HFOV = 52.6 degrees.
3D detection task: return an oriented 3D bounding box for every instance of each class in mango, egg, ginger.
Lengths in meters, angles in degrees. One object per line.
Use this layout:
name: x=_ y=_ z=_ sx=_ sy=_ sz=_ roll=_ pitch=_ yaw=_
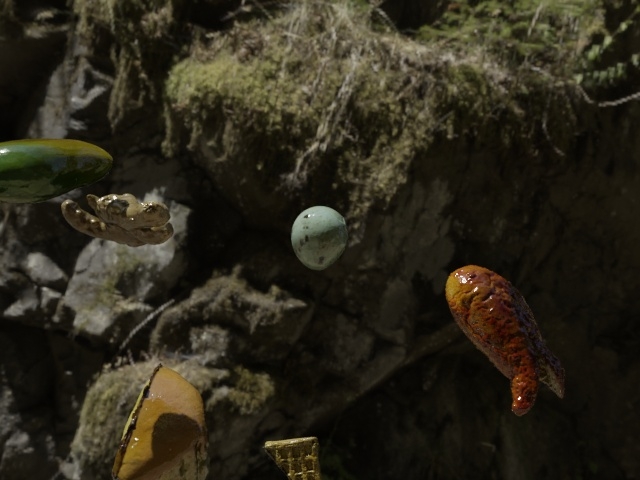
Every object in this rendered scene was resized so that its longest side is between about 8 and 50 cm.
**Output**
mango: x=-0.391 y=-0.098 z=0.897 sx=0.122 sy=0.085 sz=0.191 roll=4 pitch=12 yaw=30
egg: x=0.000 y=0.000 z=1.452 sx=0.131 sy=0.131 sz=0.164 roll=11 pitch=-42 yaw=15
ginger: x=-0.295 y=-0.032 z=1.024 sx=0.258 sy=0.065 sz=0.149 roll=-4 pitch=-22 yaw=45

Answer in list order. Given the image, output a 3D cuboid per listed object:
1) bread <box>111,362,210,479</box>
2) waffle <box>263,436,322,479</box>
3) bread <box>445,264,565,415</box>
bread: x=-0.281 y=0.362 z=1.181 sx=0.162 sy=0.262 sz=0.204 roll=5 pitch=-46 yaw=1
waffle: x=-0.041 y=0.423 z=1.130 sx=0.097 sy=0.153 sz=0.023 roll=-9 pitch=-4 yaw=-2
bread: x=0.317 y=0.155 z=1.100 sx=0.139 sy=0.269 sz=0.095 roll=-20 pitch=-27 yaw=-28
